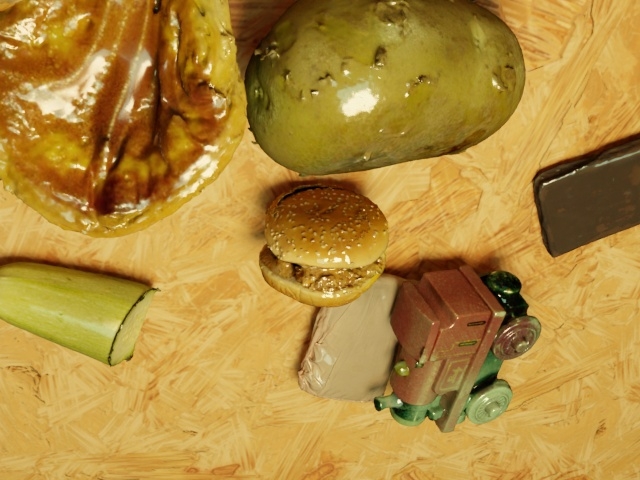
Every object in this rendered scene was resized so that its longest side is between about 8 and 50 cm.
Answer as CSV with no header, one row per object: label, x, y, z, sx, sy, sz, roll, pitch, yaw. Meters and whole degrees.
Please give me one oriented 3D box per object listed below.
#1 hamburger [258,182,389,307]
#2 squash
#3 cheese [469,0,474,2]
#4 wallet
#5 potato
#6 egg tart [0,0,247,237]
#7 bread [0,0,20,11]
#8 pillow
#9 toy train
hamburger,0.004,0.005,1.385,0.181,0.191,0.118,2,128,9
squash,-0.370,0.087,1.405,0.287,0.137,0.137,20,119,-23
cheese,0.201,-0.382,1.245,0.064,0.043,0.194,8,122,-25
wallet,0.476,-0.085,1.525,0.309,0.042,0.165,-20,129,3
potato,0.089,-0.201,1.226,0.359,0.219,0.270,-9,172,-16
egg tart,-0.246,-0.182,1.174,0.339,0.153,0.352,-18,90,-1
bread,-0.390,-0.333,0.936,0.371,0.390,0.279,-26,117,7
pillow,0.065,0.149,1.585,0.173,0.067,0.270,5,124,-23
toy train,0.202,0.177,1.566,0.221,0.150,0.304,-6,130,-27
